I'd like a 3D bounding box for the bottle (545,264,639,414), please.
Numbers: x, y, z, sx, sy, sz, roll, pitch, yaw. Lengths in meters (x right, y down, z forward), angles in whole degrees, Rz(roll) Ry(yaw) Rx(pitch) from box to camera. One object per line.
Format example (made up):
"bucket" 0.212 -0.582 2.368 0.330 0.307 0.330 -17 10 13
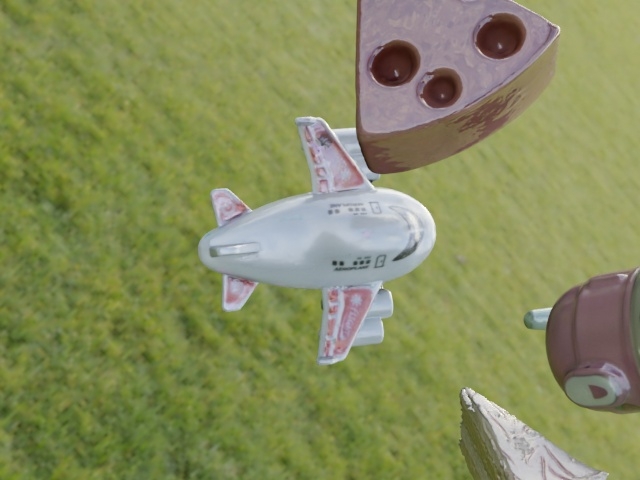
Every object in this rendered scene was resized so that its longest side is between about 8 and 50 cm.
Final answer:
"bottle" 0.258 0.053 0.776 0.120 0.253 0.120 20 63 -47

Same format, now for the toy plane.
"toy plane" -0.001 0.000 1.299 0.252 0.252 0.118 44 -12 -12

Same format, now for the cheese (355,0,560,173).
"cheese" 0.126 -0.167 1.157 0.128 0.177 0.203 65 27 -72

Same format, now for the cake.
"cake" 0.119 0.135 0.765 0.065 0.052 0.121 -5 25 -15

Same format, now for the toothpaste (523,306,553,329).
"toothpaste" 0.444 0.088 1.580 0.392 0.098 0.061 -3 50 -7
